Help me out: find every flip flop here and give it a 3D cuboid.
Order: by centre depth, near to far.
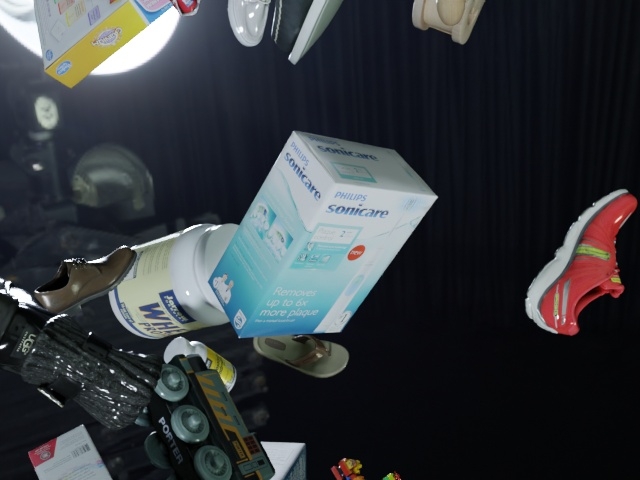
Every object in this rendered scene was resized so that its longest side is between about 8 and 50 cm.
[{"bbox_3d":[-0.050,0.304,2.012,0.277,0.080,0.112,20,-121,-11],"label":"flip flop"}]

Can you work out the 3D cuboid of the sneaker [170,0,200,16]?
[{"bbox_3d":[-0.209,-0.358,1.006,0.067,0.042,0.118,49,-175,22],"label":"sneaker"}]

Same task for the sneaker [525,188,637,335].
[{"bbox_3d":[0.463,0.043,1.215,0.118,0.107,0.279,32,-98,32],"label":"sneaker"}]

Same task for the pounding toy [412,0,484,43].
[{"bbox_3d":[0.232,-0.362,1.022,0.155,0.154,0.269,26,-120,16],"label":"pounding toy"}]

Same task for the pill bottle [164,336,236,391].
[{"bbox_3d":[-0.307,0.321,1.831,0.103,0.184,0.103,-24,-136,25],"label":"pill bottle"}]

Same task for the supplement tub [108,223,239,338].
[{"bbox_3d":[-0.307,0.093,1.680,0.325,0.235,0.235,-16,-166,36],"label":"supplement tub"}]

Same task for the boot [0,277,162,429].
[{"bbox_3d":[-0.395,0.171,1.090,0.260,0.131,0.348,28,171,-22],"label":"boot"}]

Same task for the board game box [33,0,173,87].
[{"bbox_3d":[-0.376,-0.457,1.297,0.317,0.064,0.242,-32,-123,17],"label":"board game box"}]

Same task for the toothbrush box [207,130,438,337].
[{"bbox_3d":[-0.001,-0.001,1.083,0.216,0.295,0.126,4,-142,-44],"label":"toothbrush box"}]

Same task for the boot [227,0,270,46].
[{"bbox_3d":[-0.140,-0.574,1.629,0.095,0.258,0.123,-10,-166,-37],"label":"boot"}]

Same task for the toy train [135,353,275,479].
[{"bbox_3d":[-0.226,0.359,1.358,0.190,0.142,0.334,1,-131,-52],"label":"toy train"}]

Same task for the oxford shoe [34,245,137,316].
[{"bbox_3d":[-0.477,0.070,1.475,0.083,0.096,0.227,16,-135,44],"label":"oxford shoe"}]

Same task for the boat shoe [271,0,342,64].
[{"bbox_3d":[-0.001,-0.287,0.655,0.091,0.302,0.114,30,-126,-3],"label":"boat shoe"}]

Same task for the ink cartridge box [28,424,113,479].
[{"bbox_3d":[-0.534,0.526,1.574,0.128,0.127,0.176,-24,-120,-27],"label":"ink cartridge box"}]

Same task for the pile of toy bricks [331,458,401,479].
[{"bbox_3d":[0.121,0.508,1.439,0.105,0.118,0.212,-37,-120,2],"label":"pile of toy bricks"}]

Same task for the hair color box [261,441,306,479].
[{"bbox_3d":[-0.148,0.571,1.687,0.174,0.105,0.347,-1,180,10],"label":"hair color box"}]
